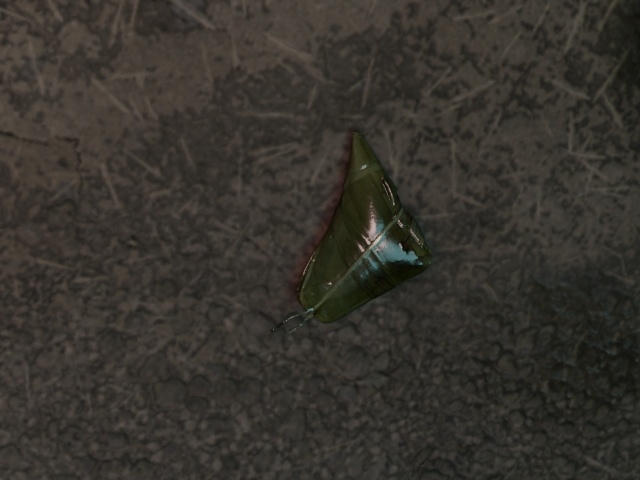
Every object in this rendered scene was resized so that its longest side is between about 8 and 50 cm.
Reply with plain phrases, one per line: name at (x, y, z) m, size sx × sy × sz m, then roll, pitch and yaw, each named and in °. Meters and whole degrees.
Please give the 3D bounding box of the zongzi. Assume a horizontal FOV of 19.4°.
zongzi at (0.000, 0.000, 1.548) m, size 0.154 × 0.062 × 0.130 m, roll -30°, pitch 98°, yaw 8°
